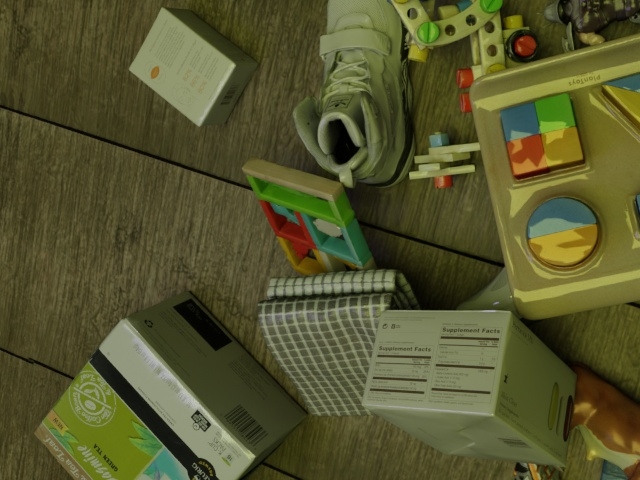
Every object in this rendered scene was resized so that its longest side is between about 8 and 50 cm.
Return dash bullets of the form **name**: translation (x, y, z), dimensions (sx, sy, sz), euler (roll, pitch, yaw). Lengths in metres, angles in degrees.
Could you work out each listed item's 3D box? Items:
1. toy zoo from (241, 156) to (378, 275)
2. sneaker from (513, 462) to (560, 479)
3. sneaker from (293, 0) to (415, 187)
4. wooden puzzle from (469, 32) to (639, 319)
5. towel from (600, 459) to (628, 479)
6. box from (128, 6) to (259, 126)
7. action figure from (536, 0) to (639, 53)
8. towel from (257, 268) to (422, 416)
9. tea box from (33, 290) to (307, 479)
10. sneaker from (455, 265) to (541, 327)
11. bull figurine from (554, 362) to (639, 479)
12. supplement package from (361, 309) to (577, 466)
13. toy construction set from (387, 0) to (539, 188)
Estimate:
- **toy zoo**: translation (0.000, 0.000, 1.487), dimensions (0.192, 0.030, 0.293), euler (20, 148, 38)
- **sneaker**: translation (0.343, 0.405, 1.483), dimensions (0.083, 0.084, 0.215), euler (-18, 91, 35)
- **sneaker**: translation (0.054, -0.253, 1.409), dimensions (0.137, 0.210, 0.366), euler (-4, 98, 24)
- **wooden puzzle**: translation (0.384, -0.088, 1.225), dimensions (0.322, 0.080, 0.348), euler (-13, 86, 16)
- **towel**: translation (0.473, 0.379, 1.447), dimensions (0.067, 0.029, 0.120), euler (11, 103, 21)
- **box**: translation (-0.217, -0.298, 1.585), dimensions (0.170, 0.091, 0.130), euler (40, 113, 12)
- **action figure**: translation (0.444, -0.334, 1.291), dimensions (0.284, 0.099, 0.185), euler (-2, 106, 28)
- **towel**: translation (0.054, 0.179, 1.479), dimensions (0.235, 0.121, 0.284), euler (-7, 129, 24)
- **tea box**: translation (-0.269, 0.329, 1.657), dimensions (0.329, 0.220, 0.323), euler (44, 114, 10)
- **sneaker**: translation (0.358, -0.043, 1.365), dimensions (0.447, 0.169, 0.258), euler (-31, 79, 17)
- **bull figurine**: translation (0.459, 0.312, 1.372), dimensions (0.310, 0.101, 0.188), euler (34, 74, 29)
- **supplement package**: translation (0.221, 0.213, 1.321), dimensions (0.204, 0.262, 0.145), euler (-3, 63, 35)
- **toy construction set**: translation (0.212, -0.232, 1.373), dimensions (0.214, 0.151, 0.328), euler (-8, 111, -6)
